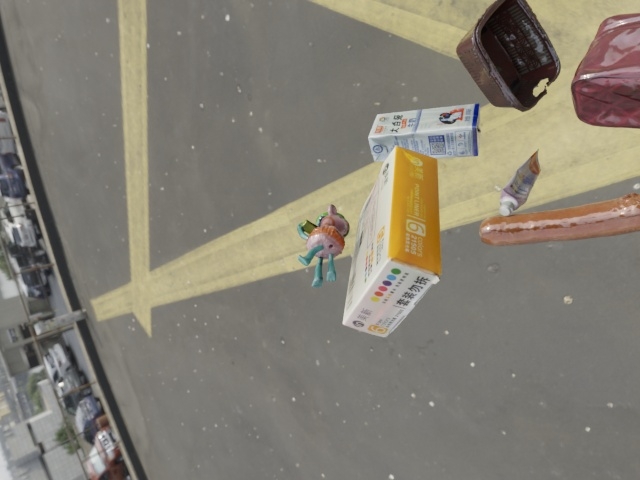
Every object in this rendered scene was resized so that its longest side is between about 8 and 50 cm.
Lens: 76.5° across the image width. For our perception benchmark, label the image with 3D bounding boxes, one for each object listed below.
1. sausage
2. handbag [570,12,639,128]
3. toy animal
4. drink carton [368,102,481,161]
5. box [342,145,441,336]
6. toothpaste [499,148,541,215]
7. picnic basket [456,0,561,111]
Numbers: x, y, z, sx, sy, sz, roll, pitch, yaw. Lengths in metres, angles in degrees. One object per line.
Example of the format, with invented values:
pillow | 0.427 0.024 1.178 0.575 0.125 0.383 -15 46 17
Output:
sausage | 0.624 -0.044 1.040 0.419 0.094 0.094 -9 66 40
handbag | 0.512 -0.252 0.609 0.225 0.146 0.135 18 75 42
toy animal | 0.000 0.000 0.786 0.103 0.208 0.100 5 123 6
drink carton | 0.312 -0.323 1.227 0.315 0.130 0.106 3 138 25
box | 0.124 -0.001 0.718 0.091 0.273 0.220 17 142 -6
toothpaste | 0.590 -0.165 1.184 0.075 0.301 0.048 50 147 -6
picnic basket | 0.525 -0.525 1.162 0.297 0.222 0.129 44 173 -20
